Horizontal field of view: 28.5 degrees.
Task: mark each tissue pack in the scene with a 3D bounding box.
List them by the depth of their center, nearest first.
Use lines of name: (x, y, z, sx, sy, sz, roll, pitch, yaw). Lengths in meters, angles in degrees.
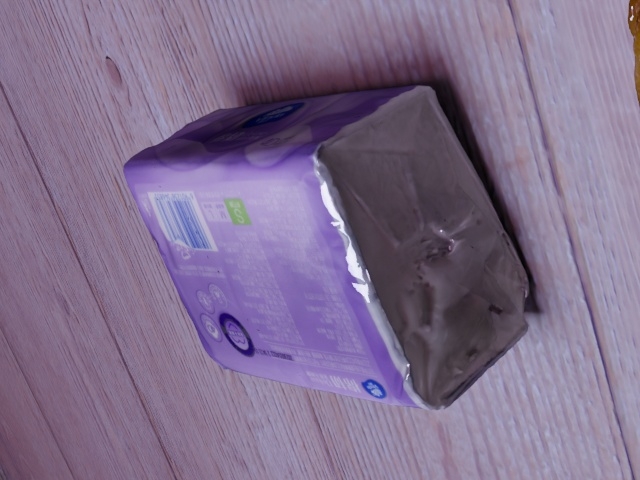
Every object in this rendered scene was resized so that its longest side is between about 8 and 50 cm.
tissue pack: (0.000, 0.000, 1.113, 0.338, 0.160, 0.242, 3, 122, 55)

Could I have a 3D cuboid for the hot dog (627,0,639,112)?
hot dog: (0.255, -0.091, 0.682, 0.175, 0.114, 0.259, 29, 140, 42)
